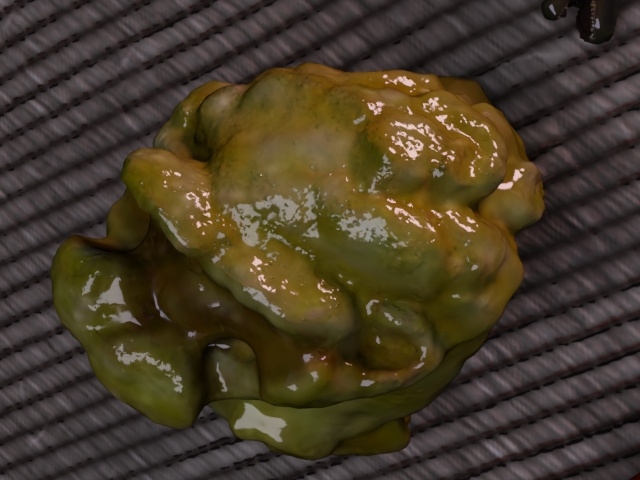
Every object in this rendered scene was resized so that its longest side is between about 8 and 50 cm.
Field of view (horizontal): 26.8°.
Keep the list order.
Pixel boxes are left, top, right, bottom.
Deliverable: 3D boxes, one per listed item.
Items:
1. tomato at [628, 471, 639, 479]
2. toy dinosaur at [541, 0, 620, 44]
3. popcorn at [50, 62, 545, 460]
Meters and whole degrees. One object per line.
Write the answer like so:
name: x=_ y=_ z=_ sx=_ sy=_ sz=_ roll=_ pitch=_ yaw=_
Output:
tomato: x=0.250 y=0.239 z=0.637 sx=0.304 sy=0.239 sz=0.303 roll=-2 pitch=119 yaw=-4
toy dinosaur: x=0.194 y=-0.215 z=0.791 sx=0.179 sy=0.087 sz=0.187 roll=0 pitch=119 yaw=-16
popcorn: x=0.000 y=0.000 z=0.780 sx=0.235 sy=0.242 sz=0.250 roll=46 pitch=107 yaw=11
